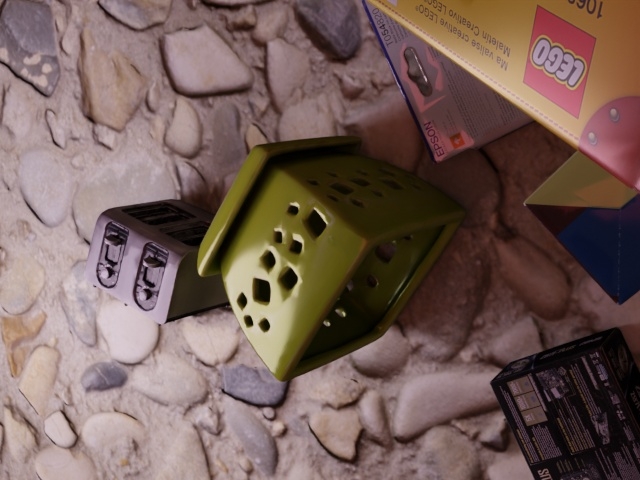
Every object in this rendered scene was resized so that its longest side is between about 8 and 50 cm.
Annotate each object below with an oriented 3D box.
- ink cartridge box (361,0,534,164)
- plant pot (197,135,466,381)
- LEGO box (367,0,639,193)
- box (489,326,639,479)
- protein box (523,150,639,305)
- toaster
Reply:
[{"bbox_3d":[0.183,-0.228,1.099,0.224,0.045,0.223,-24,90,35],"label":"ink cartridge box"},{"bbox_3d":[0.000,0.000,1.173,0.207,0.228,0.227,44,121,23],"label":"plant pot"},{"bbox_3d":[0.225,-0.274,0.740,0.500,0.372,0.193,48,145,44],"label":"LEGO box"},{"bbox_3d":[0.306,0.212,1.125,0.147,0.077,0.180,-26,89,34],"label":"box"},{"bbox_3d":[0.342,-0.071,0.951,0.136,0.201,0.200,49,122,11],"label":"protein box"},{"bbox_3d":[-0.199,0.027,1.333,0.168,0.185,0.110,26,113,32],"label":"toaster"}]
